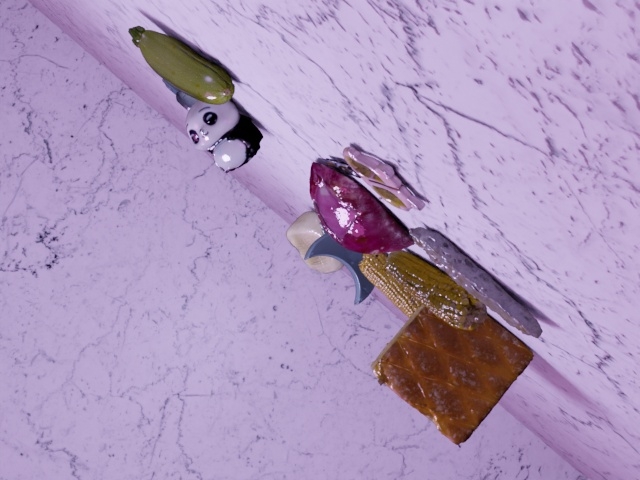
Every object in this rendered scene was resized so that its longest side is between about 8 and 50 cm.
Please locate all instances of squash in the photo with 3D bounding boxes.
[{"bbox_3d":[-0.295,-0.367,1.400,0.341,0.094,0.094,35,173,29],"label":"squash"}]

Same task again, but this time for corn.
[{"bbox_3d":[0.248,0.104,1.465,0.097,0.097,0.320,44,176,-37],"label":"corn"},{"bbox_3d":[0.223,0.133,1.867,0.293,0.106,0.106,40,176,-1],"label":"corn"}]

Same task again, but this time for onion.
[{"bbox_3d":[0.052,-0.055,1.426,0.247,0.111,0.250,41,177,-23],"label":"onion"}]

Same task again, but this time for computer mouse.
[{"bbox_3d":[-0.268,-0.325,1.706,0.229,0.068,0.113,32,-169,-46],"label":"computer mouse"}]

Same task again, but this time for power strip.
[{"bbox_3d":[0.068,0.054,1.941,0.253,0.167,0.054,45,168,-10],"label":"power strip"}]

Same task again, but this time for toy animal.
[{"bbox_3d":[-0.243,-0.256,1.596,0.179,0.166,0.138,42,-148,-25],"label":"toy animal"}]

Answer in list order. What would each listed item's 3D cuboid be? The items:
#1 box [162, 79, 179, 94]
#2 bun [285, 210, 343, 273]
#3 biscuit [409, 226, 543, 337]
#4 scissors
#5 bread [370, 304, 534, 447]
[{"bbox_3d":[-0.363,-0.407,1.773,0.099,0.054,0.074,40,174,1],"label":"box"},{"bbox_3d":[0.000,0.000,2.233,0.229,0.145,0.229,24,137,25],"label":"bun"},{"bbox_3d":[0.277,0.073,1.219,0.290,0.038,0.141,41,176,10],"label":"biscuit"},{"bbox_3d":[0.073,-0.115,1.173,0.160,0.024,0.317,42,175,-25],"label":"scissors"},{"bbox_3d":[0.301,0.287,1.586,0.279,0.279,0.207,37,176,9],"label":"bread"}]
